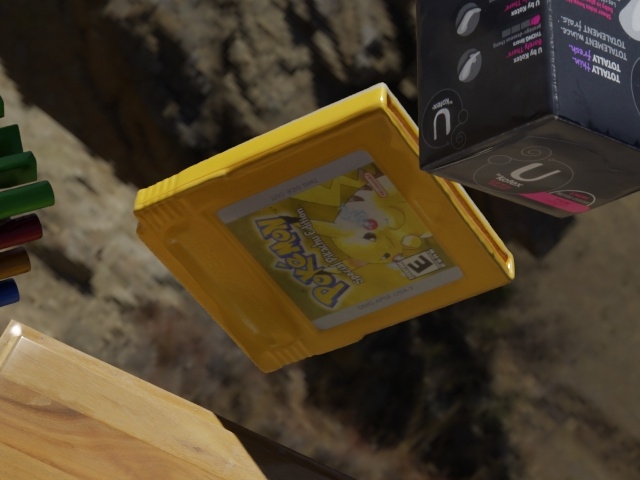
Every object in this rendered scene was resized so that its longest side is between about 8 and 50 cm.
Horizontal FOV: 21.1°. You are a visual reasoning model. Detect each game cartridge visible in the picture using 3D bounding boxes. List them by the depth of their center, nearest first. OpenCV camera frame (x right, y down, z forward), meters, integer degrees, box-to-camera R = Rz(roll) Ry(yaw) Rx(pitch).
[{"bbox_3d":[0.000,0.000,1.823,0.285,0.324,0.052,50,28,-34],"label":"game cartridge"}]

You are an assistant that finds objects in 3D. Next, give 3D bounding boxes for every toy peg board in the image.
[{"bbox_3d":[-0.269,-0.026,1.353,0.079,0.160,0.161,-16,52,-23],"label":"toy peg board"}]

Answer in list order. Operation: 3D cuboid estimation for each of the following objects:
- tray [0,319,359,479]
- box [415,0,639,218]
[{"bbox_3d":[-0.165,0.251,1.688,0.411,0.076,0.203,24,49,0],"label":"tray"},{"bbox_3d":[0.176,-0.175,1.312,0.165,0.143,0.270,17,64,-37],"label":"box"}]
